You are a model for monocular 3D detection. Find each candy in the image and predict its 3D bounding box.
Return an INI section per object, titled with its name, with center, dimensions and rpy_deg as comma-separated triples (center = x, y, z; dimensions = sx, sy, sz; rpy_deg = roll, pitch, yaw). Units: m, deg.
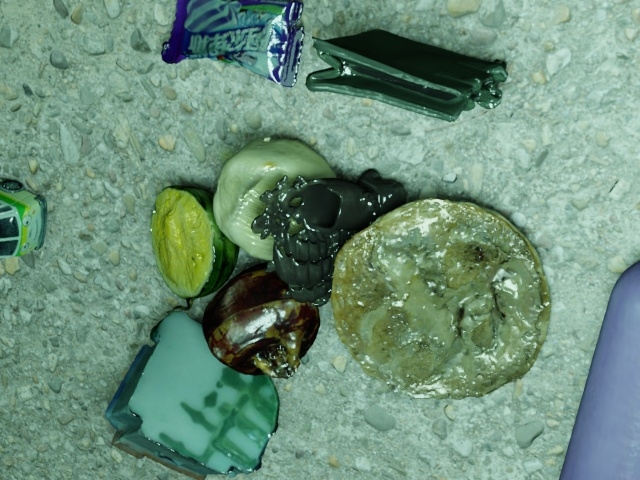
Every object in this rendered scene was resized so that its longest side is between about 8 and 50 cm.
[candy]
center = -0.153, -0.355, 1.650
dimensions = 0.275, 0.070, 0.145
rpy_deg = 15, 109, 23

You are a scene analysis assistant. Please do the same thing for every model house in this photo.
[model house]
center = -0.277, 0.348, 1.948
dimensions = 0.295, 0.252, 0.329
rpy_deg = 29, 148, -14

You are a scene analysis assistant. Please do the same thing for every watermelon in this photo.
[watermelon]
center = -0.223, 0.006, 1.796
dimensions = 0.204, 0.127, 0.232
rpy_deg = -16, 87, 47

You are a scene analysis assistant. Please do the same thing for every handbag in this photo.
[handbag]
center = 0.135, -0.249, 1.441
dimensions = 0.260, 0.247, 0.079
rpy_deg = 18, 112, 20

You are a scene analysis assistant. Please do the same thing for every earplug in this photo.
[earplug]
center = 0.510, 0.237, 1.499
dimensions = 0.215, 0.215, 0.456
rpy_deg = 13, 113, 21

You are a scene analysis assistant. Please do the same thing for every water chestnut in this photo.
[water chestnut]
center = -0.103, 0.162, 1.751
dimensions = 0.224, 0.223, 0.238
rpy_deg = -48, 53, 33

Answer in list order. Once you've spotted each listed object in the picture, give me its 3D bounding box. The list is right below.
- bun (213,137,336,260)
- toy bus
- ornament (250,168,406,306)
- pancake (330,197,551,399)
[bun]
center = -0.083, -0.079, 1.689
dimensions = 0.229, 0.145, 0.229
rpy_deg = -9, 124, -13
[toy bus]
center = -0.723, -0.062, 2.001
dimensions = 0.276, 0.164, 0.134
rpy_deg = 24, 121, 17
[ornament]
center = 0.000, 0.000, 1.609
dimensions = 0.106, 0.260, 0.251
rpy_deg = 37, 129, 43
[pancake]
center = 0.199, 0.103, 1.614
dimensions = 0.386, 0.082, 0.387
rpy_deg = 1, 115, 3
